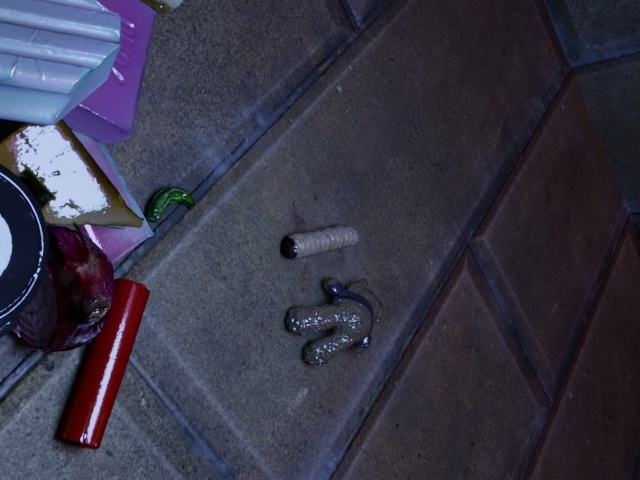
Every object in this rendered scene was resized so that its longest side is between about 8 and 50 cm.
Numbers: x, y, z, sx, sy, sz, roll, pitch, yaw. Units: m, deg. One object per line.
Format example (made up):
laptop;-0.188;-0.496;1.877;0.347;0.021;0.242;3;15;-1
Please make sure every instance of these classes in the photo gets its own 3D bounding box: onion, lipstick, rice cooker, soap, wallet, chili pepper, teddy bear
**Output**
onion;-0.369;0.077;1.155;0.140;0.218;0.195;-3;99;-51
lipstick;-0.352;0.201;1.267;0.073;0.073;0.279;34;61;-39
rice cooker;-0.501;0.010;1.016;0.241;0.227;0.280;-37;112;-44
soap;-0.380;-0.313;1.281;0.181;0.081;0.259;29;59;-41
wallet;-0.381;-0.079;1.306;0.119;0.025;0.232;-43;115;-42
chili pepper;-0.279;-0.071;1.414;0.118;0.035;0.055;-29;119;-55
soap;-0.461;-0.279;1.069;0.347;0.115;0.208;5;59;-24
teddy bear;0.055;0.172;1.666;0.251;0.129;0.181;-34;112;-43

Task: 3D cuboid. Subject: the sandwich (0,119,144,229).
sandwich;-0.396;-0.082;1.196;0.128;0.122;0.235;-43;114;-18

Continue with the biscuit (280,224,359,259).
biscuit;0.000;0.000;1.687;0.219;0.061;0.055;-10;137;-46

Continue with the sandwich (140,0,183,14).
sandwich;-0.299;-0.479;1.441;0.093;0.036;0.104;22;68;-43
